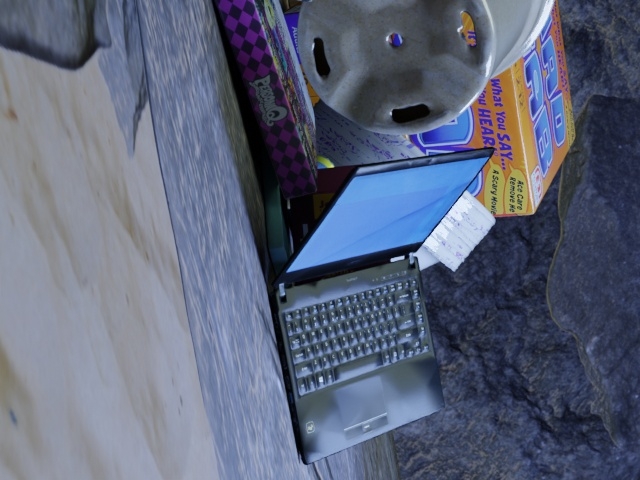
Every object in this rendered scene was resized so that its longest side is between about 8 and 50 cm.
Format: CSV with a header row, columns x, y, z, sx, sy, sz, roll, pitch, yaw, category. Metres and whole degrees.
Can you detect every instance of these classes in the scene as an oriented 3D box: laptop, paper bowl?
x,y,z,sx,sy,sz,roll,pitch,yaw,category
0.078,0.058,1.217,0.234,0.137,0.264,-11,91,-49,laptop
0.079,-0.062,1.660,0.284,0.148,0.284,39,4,-3,paper bowl

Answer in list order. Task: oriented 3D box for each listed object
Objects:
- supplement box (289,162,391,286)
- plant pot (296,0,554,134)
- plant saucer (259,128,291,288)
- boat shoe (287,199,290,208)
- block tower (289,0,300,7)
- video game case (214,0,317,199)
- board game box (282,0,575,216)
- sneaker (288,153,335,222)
x,y,z,sx,sy,sz,roll,pitch,yaw,category
0.023,0.019,1.359,0.081,0.104,0.188,-94,180,-67,supplement box
0.112,-0.281,1.503,0.305,0.334,0.333,-67,149,-60,plant pot
-0.046,-0.038,1.318,0.067,0.018,0.192,75,7,-45,plant saucer
-0.039,-0.108,1.460,0.056,0.048,0.153,62,12,-68,boat shoe
-0.005,-0.401,2.309,0.091,0.097,0.335,66,12,-73,block tower
-0.055,-0.192,1.297,0.210,0.042,0.232,-95,168,-57,video game case
0.189,-0.261,2.064,0.356,0.356,0.356,-48,131,-57,board game box
0.000,0.000,1.537,0.082,0.069,0.209,-59,141,-47,sneaker
